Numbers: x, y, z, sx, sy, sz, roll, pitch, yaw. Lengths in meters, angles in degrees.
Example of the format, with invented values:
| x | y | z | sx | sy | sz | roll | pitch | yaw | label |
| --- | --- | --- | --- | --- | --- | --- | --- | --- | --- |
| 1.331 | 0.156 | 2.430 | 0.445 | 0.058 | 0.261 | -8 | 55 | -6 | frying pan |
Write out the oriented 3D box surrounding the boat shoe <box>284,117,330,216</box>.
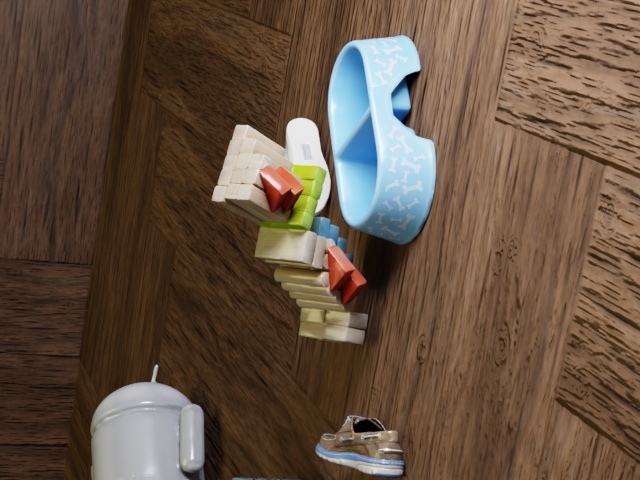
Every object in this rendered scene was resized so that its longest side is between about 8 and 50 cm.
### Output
| x | y | z | sx | sy | sz | roll | pitch | yaw | label |
| --- | --- | --- | --- | --- | --- | --- | --- | --- | --- |
| -0.027 | -0.099 | 2.116 | 0.063 | 0.066 | 0.184 | 100 | 161 | -52 | boat shoe |

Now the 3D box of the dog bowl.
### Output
| x | y | z | sx | sy | sz | roll | pitch | yaw | label |
| --- | --- | --- | --- | --- | --- | --- | --- | --- | --- |
| 0.074 | -0.137 | 1.844 | 0.166 | 0.074 | 0.297 | 127 | 141 | -54 | dog bowl |

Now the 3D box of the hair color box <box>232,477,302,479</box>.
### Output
| x | y | z | sx | sy | sz | roll | pitch | yaw | label |
| --- | --- | --- | --- | --- | --- | --- | --- | --- | --- |
| -0.017 | 0.432 | 1.897 | 0.374 | 0.114 | 0.185 | 170 | 104 | -69 | hair color box |

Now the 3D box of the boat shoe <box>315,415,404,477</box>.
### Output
| x | y | z | sx | sy | sz | roll | pitch | yaw | label |
| --- | --- | --- | --- | --- | --- | --- | --- | --- | --- |
| 0.056 | 0.264 | 1.827 | 0.183 | 0.066 | 0.066 | 3 | 83 | 59 | boat shoe |

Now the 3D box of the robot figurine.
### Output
| x | y | z | sx | sy | sz | roll | pitch | yaw | label |
| --- | --- | --- | --- | --- | --- | --- | --- | --- | --- |
| -0.312 | 0.407 | 2.541 | 0.300 | 0.200 | 0.353 | -32 | 51 | 30 | robot figurine |

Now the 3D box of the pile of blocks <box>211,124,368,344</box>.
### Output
| x | y | z | sx | sy | sz | roll | pitch | yaw | label |
| --- | --- | --- | --- | --- | --- | --- | --- | --- | --- |
| 0.000 | 0.000 | 1.831 | 0.113 | 0.362 | 0.149 | 6 | 49 | 39 | pile of blocks |
